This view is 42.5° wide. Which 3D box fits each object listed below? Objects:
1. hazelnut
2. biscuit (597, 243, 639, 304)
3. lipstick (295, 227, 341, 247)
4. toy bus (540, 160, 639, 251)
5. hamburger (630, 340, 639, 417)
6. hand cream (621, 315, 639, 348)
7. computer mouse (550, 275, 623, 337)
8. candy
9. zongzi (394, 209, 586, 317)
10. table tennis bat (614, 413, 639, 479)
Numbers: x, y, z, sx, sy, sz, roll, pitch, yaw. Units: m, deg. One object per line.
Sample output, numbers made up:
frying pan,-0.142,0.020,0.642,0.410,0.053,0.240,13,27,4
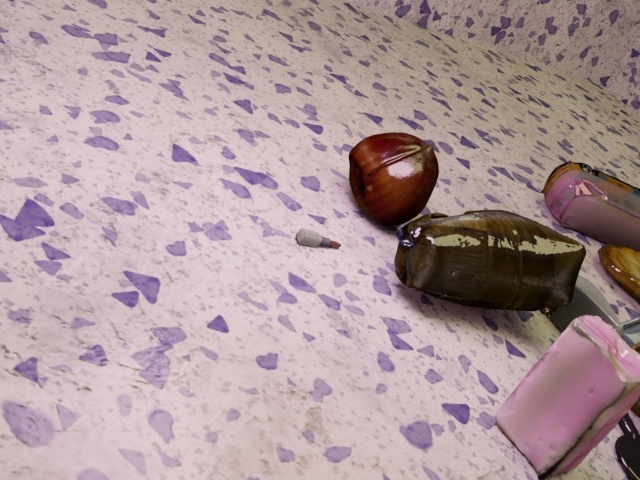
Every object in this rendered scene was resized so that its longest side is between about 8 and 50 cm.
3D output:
hazelnut,0.175,-0.147,1.890,0.229,0.230,0.229,22,30,-14
biscuit,0.930,0.120,2.289,0.335,0.078,0.329,0,38,-42
lipstick,0.000,0.000,1.695,0.107,0.025,0.025,14,33,-35
toy bus,0.853,-0.090,2.447,0.386,0.171,0.162,21,34,-14
hamburger,0.751,0.301,1.685,0.167,0.192,0.288,-33,63,-25
hand cream,0.748,0.287,1.815,0.088,0.055,0.256,-16,68,-16
computer mouse,0.599,0.171,1.860,0.079,0.128,0.231,1,41,-31
candy,0.431,0.270,1.418,0.115,0.265,0.155,-3,42,-39
zongzi,0.305,0.005,1.836,0.403,0.208,0.432,6,18,-19
table tennis bat,0.629,0.411,1.616,0.150,0.027,0.236,16,33,-22
